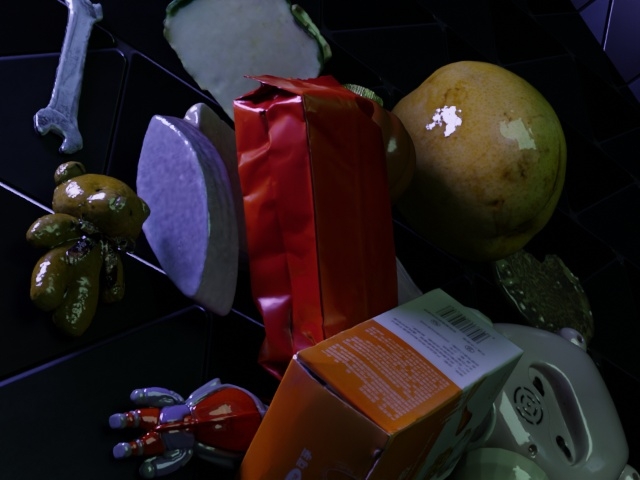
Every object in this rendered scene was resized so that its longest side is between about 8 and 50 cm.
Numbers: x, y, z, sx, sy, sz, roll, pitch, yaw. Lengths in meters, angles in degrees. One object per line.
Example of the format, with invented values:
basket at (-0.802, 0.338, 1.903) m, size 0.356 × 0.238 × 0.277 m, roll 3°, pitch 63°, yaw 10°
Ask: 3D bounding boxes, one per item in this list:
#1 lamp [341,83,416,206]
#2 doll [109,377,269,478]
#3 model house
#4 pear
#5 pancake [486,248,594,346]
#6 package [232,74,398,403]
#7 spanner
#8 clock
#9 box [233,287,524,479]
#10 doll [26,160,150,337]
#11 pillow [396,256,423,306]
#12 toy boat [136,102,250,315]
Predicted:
lamp at (0.027, -0.122, 1.534) m, size 0.223 × 0.223 × 0.197 m, roll 30°, pitch 70°, yaw -31°
doll at (-0.122, 0.204, 1.182) m, size 0.227 × 0.075 × 0.102 m, roll -1°, pitch 75°, yaw -40°
model house at (-0.091, -0.315, 1.596) m, size 0.214 × 0.195 × 0.189 m, roll 49°, pitch 26°, yaw -10°
pear at (0.249, -0.130, 1.737) m, size 0.314 × 0.314 × 0.314 m, roll 31°, pitch 40°, yaw -30°
pancake at (0.398, 0.077, 1.969) m, size 0.288 × 0.033 × 0.286 m, roll -6°, pitch 63°, yaw -53°
package at (-0.001, -0.001, 1.332) m, size 0.196 × 0.123 × 0.424 m, roll -6°, pitch 93°, yaw -55°
spanner at (-0.318, -0.224, 1.381) m, size 0.071 × 0.017 × 0.302 m, roll 31°, pitch 40°, yaw -31°
clock at (0.281, 0.262, 1.544) m, size 0.325 × 0.184 × 0.342 m, roll 10°, pitch 48°, yaw -41°
box at (0.067, 0.212, 1.245) m, size 0.143 × 0.225 × 0.341 m, roll 37°, pitch 28°, yaw 23°
doll at (-0.253, 0.005, 1.189) m, size 0.137 × 0.097 × 0.210 m, roll 38°, pitch 42°, yaw -32°
pillow at (0.101, 0.105, 1.477) m, size 0.217 × 0.130 × 0.033 m, roll 46°, pitch -16°, yaw 26°
toy boat at (-0.124, -0.044, 1.387) m, size 0.293 × 0.111 × 0.276 m, roll -12°, pitch 78°, yaw -63°
